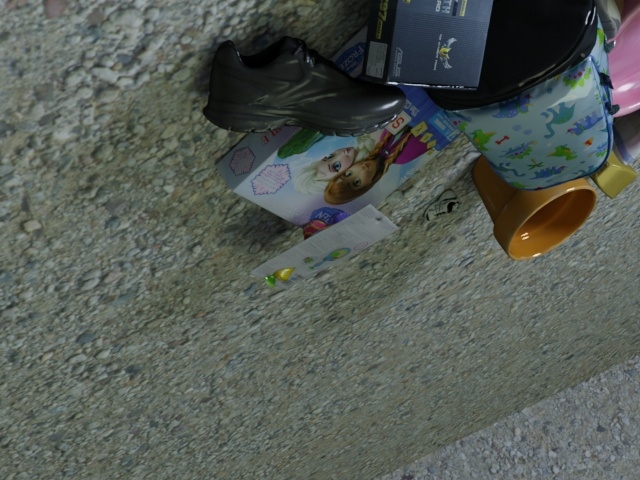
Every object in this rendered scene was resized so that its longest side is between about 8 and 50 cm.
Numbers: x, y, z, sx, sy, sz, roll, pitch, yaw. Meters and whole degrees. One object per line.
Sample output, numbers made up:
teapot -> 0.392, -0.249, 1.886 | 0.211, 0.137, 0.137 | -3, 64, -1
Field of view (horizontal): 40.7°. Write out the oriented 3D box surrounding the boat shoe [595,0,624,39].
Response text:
boat shoe -> 0.399, -0.436, 1.315 | 0.116, 0.123, 0.324 | -64, 150, -10

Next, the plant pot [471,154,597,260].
plant pot -> 0.402, -0.096, 1.700 | 0.205, 0.188, 0.205 | -23, 148, -15

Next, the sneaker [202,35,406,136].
sneaker -> -0.015, -0.214, 1.187 | 0.287, 0.109, 0.130 | -1, 113, -17

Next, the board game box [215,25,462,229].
board game box -> 0.044, -0.154, 1.415 | 0.318, 0.065, 0.319 | -41, 148, 15

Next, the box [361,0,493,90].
box -> 0.155, -0.327, 1.183 | 0.184, 0.059, 0.232 | -4, 110, -39

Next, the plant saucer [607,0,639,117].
plant saucer -> 0.599, -0.375, 1.589 | 0.332, 0.084, 0.332 | -23, 148, -15

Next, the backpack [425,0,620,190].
backpack -> 0.348, -0.235, 1.418 | 0.290, 0.273, 0.355 | -21, 167, 17

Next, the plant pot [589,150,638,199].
plant pot -> 0.643, -0.157, 1.943 | 0.083, 0.081, 0.081 | 20, 122, -39

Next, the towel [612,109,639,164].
towel -> 0.695, -0.282, 1.742 | 0.285, 0.034, 0.209 | -47, -172, 24

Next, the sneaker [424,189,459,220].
sneaker -> 0.246, -0.064, 1.751 | 0.032, 0.037, 0.083 | 7, 133, -49

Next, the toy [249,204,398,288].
toy -> 0.000, 0.000, 1.478 | 0.237, 0.056, 0.137 | -32, 154, 14
